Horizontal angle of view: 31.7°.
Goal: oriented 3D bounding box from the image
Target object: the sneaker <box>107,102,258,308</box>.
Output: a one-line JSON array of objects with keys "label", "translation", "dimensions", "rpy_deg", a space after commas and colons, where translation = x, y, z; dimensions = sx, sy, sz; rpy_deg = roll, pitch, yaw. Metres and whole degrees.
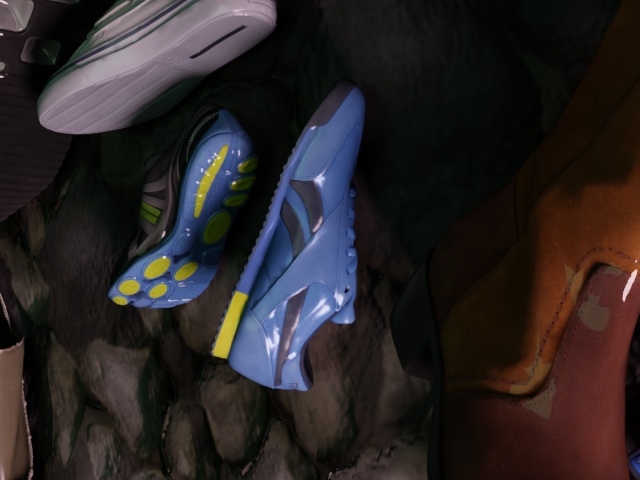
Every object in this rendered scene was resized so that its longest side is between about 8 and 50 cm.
[{"label": "sneaker", "translation": [-0.103, -0.021, 0.833], "dimensions": [0.188, 0.067, 0.078], "rpy_deg": [-58, 36, 31]}]

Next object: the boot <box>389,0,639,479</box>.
[{"label": "boot", "translation": [0.158, 0.021, 0.535], "dimensions": [0.280, 0.096, 0.264], "rpy_deg": [-56, 27, 30]}]

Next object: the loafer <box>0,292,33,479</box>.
[{"label": "loafer", "translation": [-0.313, 0.122, 1.006], "dimensions": [0.087, 0.094, 0.251], "rpy_deg": [-33, 71, 44]}]

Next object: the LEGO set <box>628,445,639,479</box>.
[{"label": "LEGO set", "translation": [0.160, 0.229, 0.626], "dimensions": [0.182, 0.060, 0.244], "rpy_deg": [-7, 89, 31]}]

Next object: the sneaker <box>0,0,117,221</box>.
[{"label": "sneaker", "translation": [-0.269, -0.155, 0.943], "dimensions": [0.330, 0.122, 0.146], "rpy_deg": [-57, 47, 22]}]

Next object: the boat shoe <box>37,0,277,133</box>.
[{"label": "boat shoe", "translation": [-0.123, -0.149, 0.834], "dimensions": [0.226, 0.083, 0.075], "rpy_deg": [-20, 67, 30]}]

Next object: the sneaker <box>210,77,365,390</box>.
[{"label": "sneaker", "translation": [0.000, 0.000, 0.740], "dimensions": [0.082, 0.069, 0.209], "rpy_deg": [23, 101, 5]}]
